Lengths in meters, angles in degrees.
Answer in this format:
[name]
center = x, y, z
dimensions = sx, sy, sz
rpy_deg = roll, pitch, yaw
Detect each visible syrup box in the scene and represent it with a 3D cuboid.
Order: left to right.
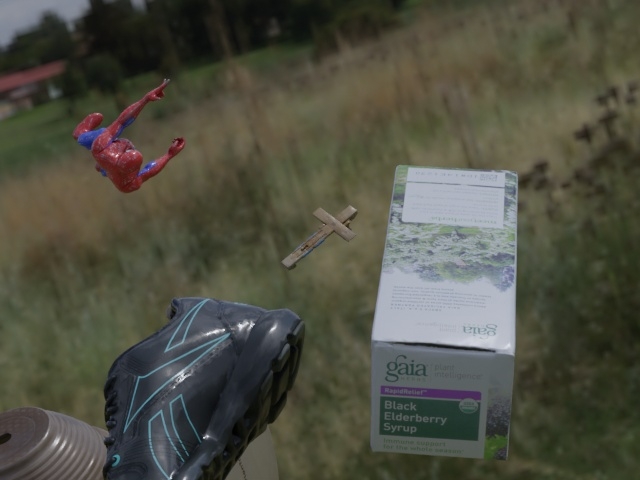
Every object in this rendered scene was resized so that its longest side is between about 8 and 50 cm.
[syrup box]
center = 0.090, 0.045, 1.193
dimensions = 0.093, 0.096, 0.237
rpy_deg = 3, 33, 5

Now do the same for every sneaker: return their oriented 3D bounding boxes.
[sneaker]
center = -0.107, 0.139, 1.152
dimensions = 0.106, 0.101, 0.267
rpy_deg = 22, 47, 12

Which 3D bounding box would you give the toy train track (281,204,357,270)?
[toy train track]
center = 0.000, 0.000, 1.499
dimensions = 0.083, 0.014, 0.048
rpy_deg = -39, 55, -19

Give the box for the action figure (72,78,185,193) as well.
[action figure]
center = -0.229, -0.132, 2.119
dimensions = 0.139, 0.091, 0.280
rpy_deg = -37, 16, -4

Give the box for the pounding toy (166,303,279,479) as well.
[pounding toy]
center = -0.125, 0.186, 1.526
dimensions = 0.110, 0.236, 0.183
rpy_deg = -12, -12, 19

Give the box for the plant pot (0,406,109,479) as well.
[plant pot]
center = -0.344, 0.270, 1.957
dimensions = 0.237, 0.109, 0.237
rpy_deg = -15, 29, 9
